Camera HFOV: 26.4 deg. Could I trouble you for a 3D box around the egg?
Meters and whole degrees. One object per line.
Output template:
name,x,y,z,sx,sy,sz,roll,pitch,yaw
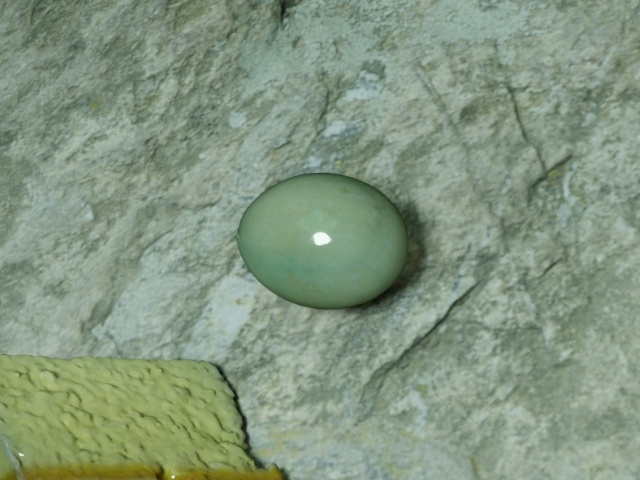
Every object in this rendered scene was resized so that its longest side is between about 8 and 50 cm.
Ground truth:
egg,0.000,0.000,1.136,0.152,0.114,0.114,6,59,26

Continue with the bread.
bread,-0.215,0.281,1.098,0.405,0.242,0.345,-53,44,30
